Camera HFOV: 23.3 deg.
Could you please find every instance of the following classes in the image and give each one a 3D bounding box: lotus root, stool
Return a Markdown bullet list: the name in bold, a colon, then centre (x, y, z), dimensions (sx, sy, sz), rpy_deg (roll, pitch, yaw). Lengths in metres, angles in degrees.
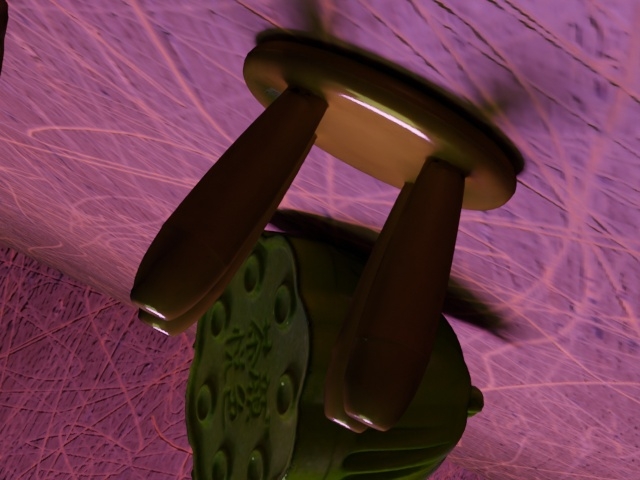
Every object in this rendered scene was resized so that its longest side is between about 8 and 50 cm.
- **lotus root**: centre (0.025, 0.091, 0.935), dimensions (0.186, 0.186, 0.186), rpy_deg (26, 171, 4)
- **stool**: centre (0.000, 0.000, 0.565), dimensions (0.135, 0.110, 0.134), rpy_deg (20, 170, 43)

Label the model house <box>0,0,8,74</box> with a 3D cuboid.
- **model house**: centre (-0.233, -0.096, 0.624), dimensions (0.189, 0.195, 0.214), rpy_deg (4, -162, -27)
